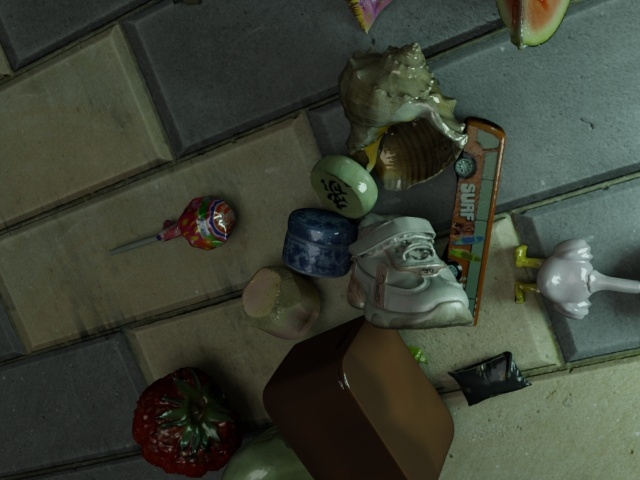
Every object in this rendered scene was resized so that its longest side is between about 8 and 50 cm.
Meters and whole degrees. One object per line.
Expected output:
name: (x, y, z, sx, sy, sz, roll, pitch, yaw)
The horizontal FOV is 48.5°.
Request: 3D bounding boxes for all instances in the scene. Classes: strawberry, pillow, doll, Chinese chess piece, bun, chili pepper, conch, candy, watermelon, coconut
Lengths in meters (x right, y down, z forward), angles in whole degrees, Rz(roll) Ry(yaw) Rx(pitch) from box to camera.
strawberry: (-0.322, 0.439, 1.665, 0.250, 0.239, 0.288, 63, 144, 14)
pillow: (0.349, 0.285, 1.472, 0.150, 0.048, 0.090, -28, 86, 29)
doll: (0.545, 0.076, 1.316, 0.365, 0.094, 0.160, 1, 102, 20)
Chinese chess piece: (0.046, -0.107, 1.426, 0.144, 0.058, 0.144, 34, 157, 17)
bun: (-0.097, 0.521, 1.625, 0.283, 0.179, 0.283, -10, 129, -13)
chili pepper: (0.134, 0.254, 1.549, 0.208, 0.043, 0.049, -11, 135, 27)
conch: (0.157, -0.232, 1.327, 0.263, 0.324, 0.186, 37, 69, 13)
candy: (-0.350, -0.010, 1.620, 0.366, 0.124, 0.124, -16, 99, 30)
watermelon: (0.342, -0.486, 1.217, 0.128, 0.159, 0.303, 13, 115, 48)
coconut: (-0.080, 0.138, 1.538, 0.147, 0.153, 0.147, -16, 58, 28)

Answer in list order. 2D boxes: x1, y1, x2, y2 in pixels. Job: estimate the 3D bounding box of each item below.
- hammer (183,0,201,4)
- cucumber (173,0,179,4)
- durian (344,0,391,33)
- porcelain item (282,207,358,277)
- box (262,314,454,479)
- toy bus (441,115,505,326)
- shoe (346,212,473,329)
hammer: (-0.269, -0.549, 1.482, 0.036, 0.019, 0.110, 4, 101, 19)
cucumber: (-0.325, -0.583, 1.483, 0.036, 0.033, 0.184, -7, 103, 47)
durian: (0.120, -0.529, 1.273, 0.260, 0.186, 0.154, -44, 94, 12)
porcelain item: (0.000, 0.000, 1.465, 0.147, 0.147, 0.114, 16, 108, 15)
box: (0.077, 0.353, 1.460, 0.229, 0.239, 0.339, -25, 105, 33)
toy bus: (0.287, -0.032, 1.382, 0.092, 0.093, 0.408, 8, 109, 10)
shoe: (0.151, 0.053, 1.340, 0.172, 0.351, 0.198, -2, 98, -23)
